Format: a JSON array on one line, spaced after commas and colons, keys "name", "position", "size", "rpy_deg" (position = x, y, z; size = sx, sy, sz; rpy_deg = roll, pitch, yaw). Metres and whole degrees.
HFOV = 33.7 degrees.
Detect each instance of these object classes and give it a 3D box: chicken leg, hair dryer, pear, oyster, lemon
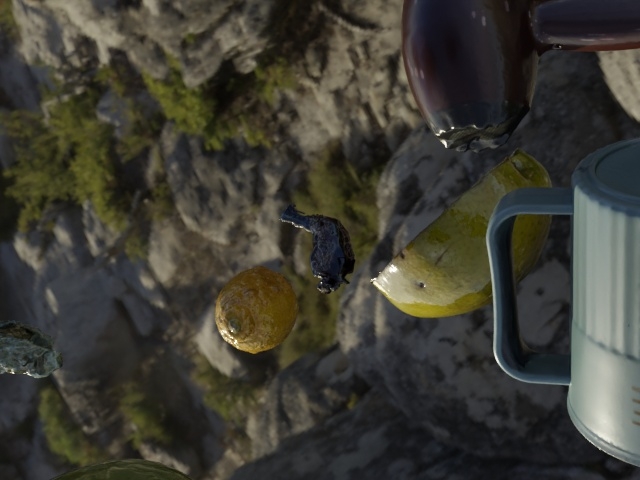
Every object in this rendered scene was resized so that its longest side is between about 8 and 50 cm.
[{"name": "chicken leg", "position": [0.000, 0.000, 2.005], "size": [0.051, 0.106, 0.253], "rpy_deg": [44, -171, -43]}, {"name": "hair dryer", "position": [0.242, -0.242, 0.953], "size": [0.340, 0.123, 0.313], "rpy_deg": [-2, 78, 14]}, {"name": "pear", "position": [0.295, 0.023, 2.004], "size": [0.191, 0.340, 0.386], "rpy_deg": [49, 125, 10]}, {"name": "oyster", "position": [-0.233, 0.076, 0.760], "size": [0.100, 0.098, 0.037], "rpy_deg": [-160, 75, -78]}, {"name": "lemon", "position": [-0.111, 0.121, 1.817], "size": [0.142, 0.187, 0.142], "rpy_deg": [6, 108, 18]}]

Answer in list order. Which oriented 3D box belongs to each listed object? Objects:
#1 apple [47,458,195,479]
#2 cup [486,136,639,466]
[{"name": "apple", "position": [-0.209, 0.383, 0.959], "size": [0.357, 0.357, 0.357], "rpy_deg": [22, 126, 33]}, {"name": "cup", "position": [0.384, 0.051, 1.211], "size": [0.331, 0.256, 0.311], "rpy_deg": [18, 125, 43]}]
